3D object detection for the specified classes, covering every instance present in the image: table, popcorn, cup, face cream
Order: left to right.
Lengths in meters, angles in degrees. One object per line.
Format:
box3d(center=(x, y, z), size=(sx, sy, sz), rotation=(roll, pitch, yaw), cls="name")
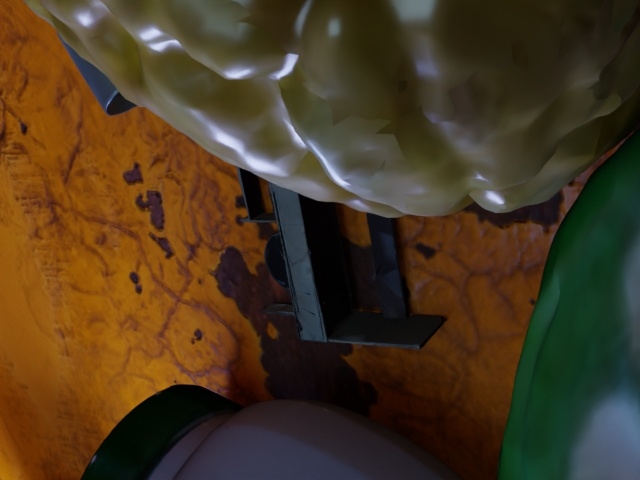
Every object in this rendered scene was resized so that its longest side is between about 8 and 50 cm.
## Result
box3d(center=(-0.178, -0.153, 0.801), size=(0.054, 0.075, 0.083), rotation=(-35, 83, 4), cls="cup")
box3d(center=(-0.010, 0.274, 0.754), size=(0.357, 0.219, 0.312), rotation=(19, 121, 29), cls="face cream")
box3d(center=(0.000, 0.000, 0.726), size=(0.175, 0.062, 0.146), rotation=(1, 111, 33), cls="table")
box3d(center=(0.021, -0.194, 0.434), size=(0.344, 0.390, 0.354), rotation=(-51, 45, 24), cls="popcorn")

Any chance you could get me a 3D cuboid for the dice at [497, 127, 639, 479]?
box3d(center=(0.247, 0.112, 0.380), size=(0.287, 0.300, 0.297), rotation=(9, 148, -5), cls="dice")
